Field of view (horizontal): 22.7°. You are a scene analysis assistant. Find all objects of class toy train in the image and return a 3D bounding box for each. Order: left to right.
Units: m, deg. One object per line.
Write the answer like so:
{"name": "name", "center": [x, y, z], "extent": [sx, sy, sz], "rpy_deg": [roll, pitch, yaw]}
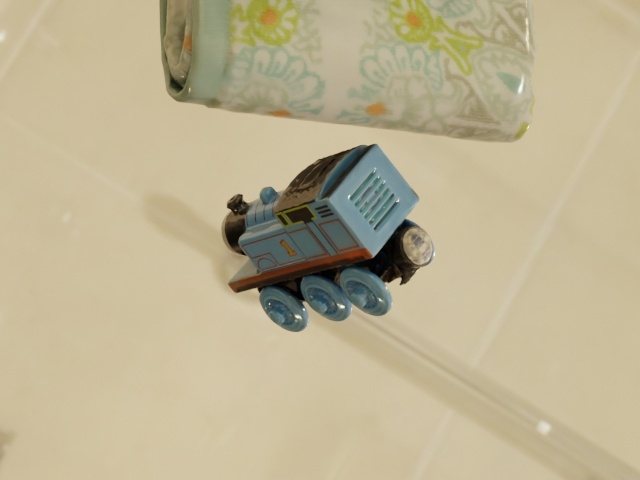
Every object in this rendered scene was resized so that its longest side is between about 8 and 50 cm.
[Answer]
{"name": "toy train", "center": [0.000, 0.000, 1.114], "extent": [0.184, 0.105, 0.080], "rpy_deg": [-15, -153, 53]}

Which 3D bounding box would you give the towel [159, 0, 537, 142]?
{"name": "towel", "center": [0.028, -0.276, 1.284], "extent": [0.090, 0.320, 0.375], "rpy_deg": [162, -71, -63]}
